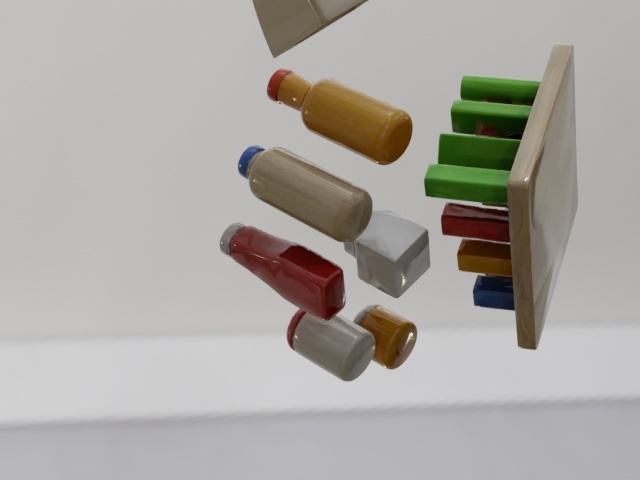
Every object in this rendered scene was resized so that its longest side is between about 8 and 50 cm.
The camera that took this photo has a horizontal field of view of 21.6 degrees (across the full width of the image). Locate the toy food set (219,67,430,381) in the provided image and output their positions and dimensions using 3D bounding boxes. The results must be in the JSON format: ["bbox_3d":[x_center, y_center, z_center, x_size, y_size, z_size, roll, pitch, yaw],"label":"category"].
[{"bbox_3d":[0.000,0.000,1.164,0.111,0.104,0.232,-43,-35,-29],"label":"toy food set"}]

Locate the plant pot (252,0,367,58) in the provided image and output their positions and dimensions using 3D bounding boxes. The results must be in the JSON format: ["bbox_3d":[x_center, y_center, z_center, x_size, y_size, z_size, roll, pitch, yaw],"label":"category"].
[{"bbox_3d":[-0.007,-0.246,1.541,0.109,0.096,0.109,-35,4,-30],"label":"plant pot"}]

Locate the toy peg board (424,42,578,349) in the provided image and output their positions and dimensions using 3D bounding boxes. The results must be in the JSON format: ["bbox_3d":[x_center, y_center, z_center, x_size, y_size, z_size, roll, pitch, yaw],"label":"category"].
[{"bbox_3d":[0.133,-0.036,1.218,0.079,0.161,0.161,7,-45,18],"label":"toy peg board"}]
